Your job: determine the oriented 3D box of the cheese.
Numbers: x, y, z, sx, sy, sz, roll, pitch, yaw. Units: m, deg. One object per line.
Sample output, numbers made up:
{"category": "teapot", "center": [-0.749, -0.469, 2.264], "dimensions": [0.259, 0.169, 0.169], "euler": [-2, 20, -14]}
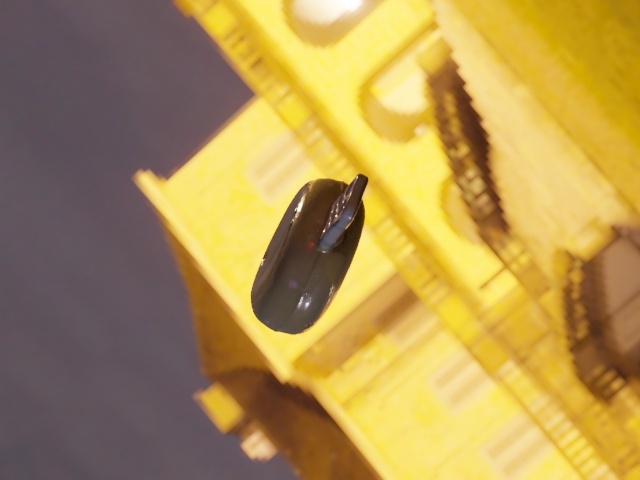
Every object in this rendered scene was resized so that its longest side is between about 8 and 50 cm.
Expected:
{"category": "cheese", "center": [0.000, 0.000, 1.494], "dimensions": [0.064, 0.137, 0.227], "euler": [22, 157, -8]}
